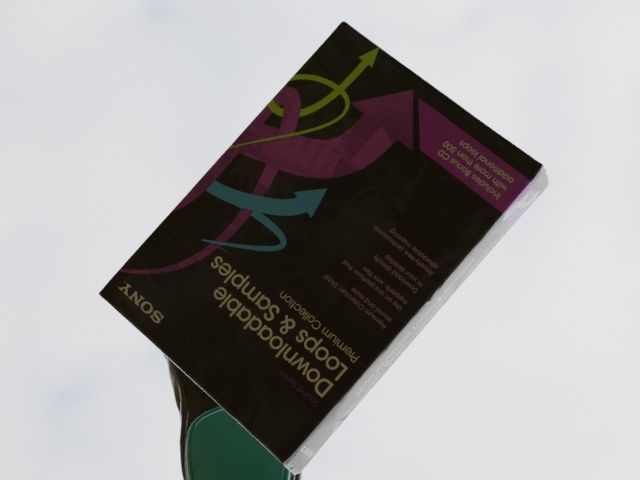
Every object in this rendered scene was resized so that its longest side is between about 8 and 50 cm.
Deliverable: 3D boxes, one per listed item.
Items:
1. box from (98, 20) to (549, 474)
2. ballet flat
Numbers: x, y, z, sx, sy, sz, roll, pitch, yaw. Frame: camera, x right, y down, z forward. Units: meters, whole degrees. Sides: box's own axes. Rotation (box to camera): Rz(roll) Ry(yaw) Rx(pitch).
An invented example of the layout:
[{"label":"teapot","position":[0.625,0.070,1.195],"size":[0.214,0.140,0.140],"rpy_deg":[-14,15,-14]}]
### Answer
[{"label":"box","position":[0.000,0.000,0.584],"size":[0.116,0.029,0.162],"rpy_deg":[39,-95,23]},{"label":"ballet flat","position":[-0.053,0.106,0.842],"size":[0.072,0.068,0.213],"rpy_deg":[-17,-128,-2]}]
